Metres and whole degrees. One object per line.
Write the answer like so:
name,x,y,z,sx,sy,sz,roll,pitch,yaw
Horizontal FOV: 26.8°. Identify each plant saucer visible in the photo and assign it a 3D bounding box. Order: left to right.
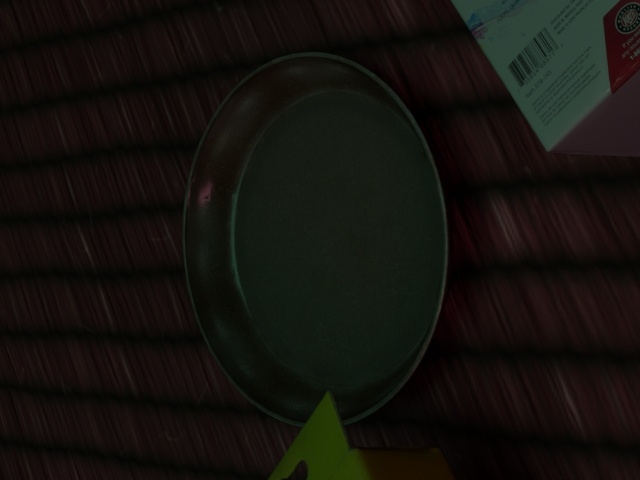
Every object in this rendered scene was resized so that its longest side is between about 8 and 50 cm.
plant saucer,0.000,0.000,1.124,0.311,0.050,0.310,2,92,46

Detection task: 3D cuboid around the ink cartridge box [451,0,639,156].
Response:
ink cartridge box,0.181,-0.162,0.880,0.128,0.127,0.176,-46,61,36

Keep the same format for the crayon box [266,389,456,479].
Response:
crayon box,0.045,0.285,0.916,0.202,0.081,0.318,-57,43,36
